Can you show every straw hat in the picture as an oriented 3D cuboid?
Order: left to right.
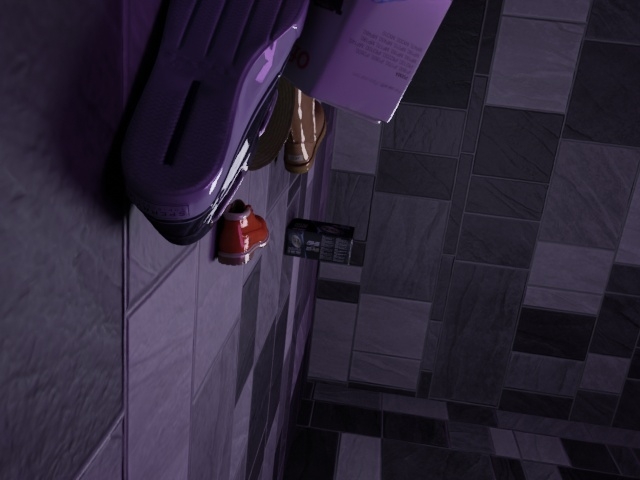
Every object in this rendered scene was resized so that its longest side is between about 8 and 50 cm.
[{"bbox_3d":[-0.098,-0.165,0.768,0.061,0.145,0.144,11,86,-44],"label":"straw hat"}]

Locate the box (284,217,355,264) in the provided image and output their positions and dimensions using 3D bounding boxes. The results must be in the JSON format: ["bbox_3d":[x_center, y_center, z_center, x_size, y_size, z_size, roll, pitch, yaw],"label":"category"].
[{"bbox_3d":[0.000,0.000,1.696,0.147,0.180,0.077,-66,164,-74],"label":"box"}]

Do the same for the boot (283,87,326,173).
[{"bbox_3d":[-0.037,-0.306,1.263,0.269,0.089,0.236,87,5,-51],"label":"boot"}]

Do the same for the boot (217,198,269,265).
[{"bbox_3d":[-0.113,-0.026,0.922,0.158,0.059,0.084,-67,160,-72],"label":"boot"}]

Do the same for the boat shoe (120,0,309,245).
[{"bbox_3d":[-0.101,-0.151,0.582,0.119,0.121,0.335,112,-2,-63],"label":"boat shoe"}]

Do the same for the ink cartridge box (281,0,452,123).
[{"bbox_3d":[0.043,-0.319,0.673,0.226,0.131,0.306,47,-63,42],"label":"ink cartridge box"}]
